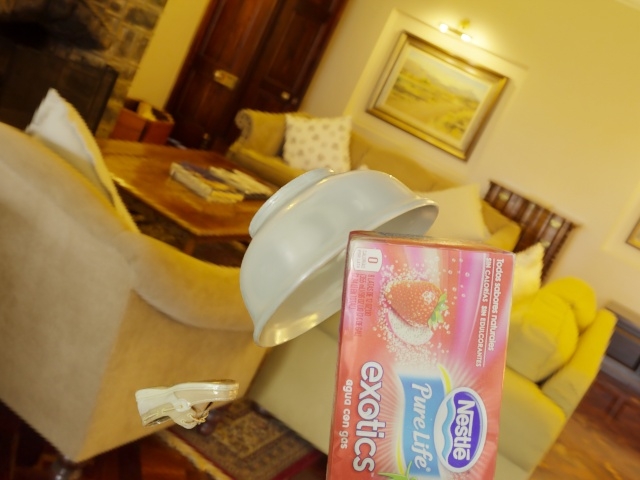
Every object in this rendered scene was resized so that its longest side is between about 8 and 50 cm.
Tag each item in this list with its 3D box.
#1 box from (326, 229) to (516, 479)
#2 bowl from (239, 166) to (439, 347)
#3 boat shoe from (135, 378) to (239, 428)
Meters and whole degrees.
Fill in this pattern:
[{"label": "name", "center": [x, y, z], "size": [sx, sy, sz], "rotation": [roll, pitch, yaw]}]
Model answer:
[{"label": "box", "center": [0.083, 0.146, 0.698], "size": [0.142, 0.300, 0.154], "rotation": [5, 3, 1]}, {"label": "bowl", "center": [0.000, 0.000, 0.983], "size": [0.134, 0.298, 0.298], "rotation": [51, 21, 15]}, {"label": "boat shoe", "center": [-0.171, 0.213, 0.969], "size": [0.170, 0.059, 0.063], "rotation": [-15, -15, 36]}]
